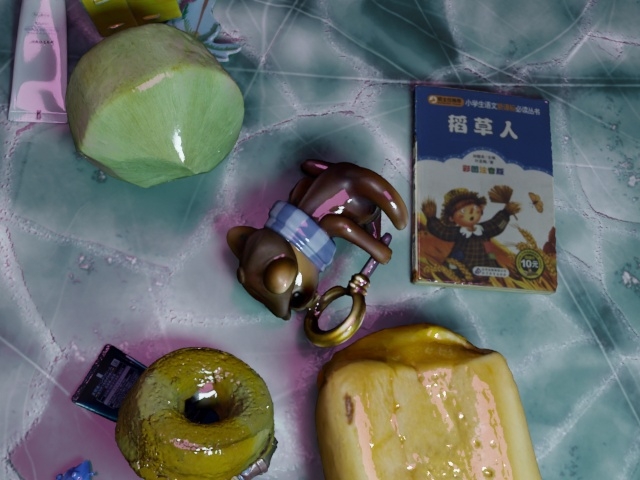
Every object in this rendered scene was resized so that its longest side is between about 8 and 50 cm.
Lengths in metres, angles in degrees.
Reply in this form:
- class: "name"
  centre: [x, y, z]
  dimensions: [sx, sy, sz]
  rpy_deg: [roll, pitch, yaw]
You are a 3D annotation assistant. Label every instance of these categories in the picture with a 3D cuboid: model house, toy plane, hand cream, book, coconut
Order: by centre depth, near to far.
- class: "toy plane"
  centre: [-0.443, 0.444, 1.347]
  dimensions: [0.062, 0.054, 0.167]
  rpy_deg: [22, 69, 23]
- class: "hand cream"
  centre: [-0.294, 0.293, 1.413]
  dimensions: [0.271, 0.061, 0.120]
  rpy_deg: [27, 70, 4]
- class: "coconut"
  centre: [-0.295, -0.231, 1.445]
  dimensions: [0.329, 0.281, 0.328]
  rpy_deg: [17, 37, -13]
- class: "model house"
  centre: [-0.298, -0.517, 1.527]
  dimensions: [0.340, 0.300, 0.323]
  rpy_deg: [42, 82, 10]
- class: "hand cream"
  centre: [-0.547, -0.385, 1.566]
  dimensions: [0.109, 0.067, 0.320]
  rpy_deg: [1, 79, -11]
- class: "book"
  centre: [0.334, -0.107, 1.643]
  dimensions: [0.300, 0.039, 0.427]
  rpy_deg: [4, 74, -9]

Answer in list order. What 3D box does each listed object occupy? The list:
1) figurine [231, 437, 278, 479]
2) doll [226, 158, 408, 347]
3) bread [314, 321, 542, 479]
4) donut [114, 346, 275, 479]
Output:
- class: "figurine"
  centre: [-0.152, 0.408, 1.376]
  dimensions: [0.108, 0.114, 0.196]
  rpy_deg: [36, 63, 8]
- class: "doll"
  centre: [0.002, 0.002, 1.489]
  dimensions: [0.318, 0.209, 0.340]
  rpy_deg: [32, 66, 35]
- class: "bread"
  centre: [0.168, 0.341, 1.383]
  dimensions: [0.361, 0.250, 0.394]
  rpy_deg: [-9, 72, -15]
- class: "donut"
  centre: [-0.199, 0.284, 1.336]
  dimensions: [0.272, 0.107, 0.272]
  rpy_deg: [12, 42, -11]
